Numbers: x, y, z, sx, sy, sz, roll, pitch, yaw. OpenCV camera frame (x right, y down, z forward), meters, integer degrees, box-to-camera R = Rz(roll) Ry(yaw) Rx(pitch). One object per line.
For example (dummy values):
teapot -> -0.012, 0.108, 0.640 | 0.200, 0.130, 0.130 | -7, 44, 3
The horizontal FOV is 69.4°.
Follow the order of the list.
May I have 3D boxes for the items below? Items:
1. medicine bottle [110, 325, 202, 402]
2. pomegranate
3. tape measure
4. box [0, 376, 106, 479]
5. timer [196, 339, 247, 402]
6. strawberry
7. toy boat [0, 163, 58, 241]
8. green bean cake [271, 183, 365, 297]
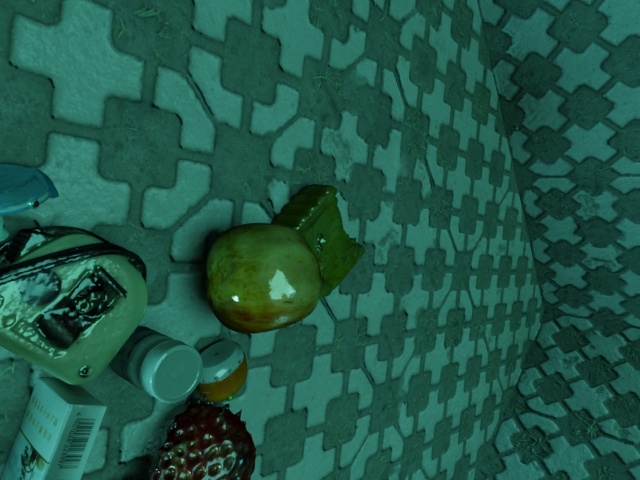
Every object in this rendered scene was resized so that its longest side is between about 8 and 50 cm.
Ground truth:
medicine bottle -> -0.305, 0.222, 0.846 | 0.105, 0.168, 0.104 | -8, 101, -48
pomegranate -> -0.108, 0.076, 0.976 | 0.271, 0.252, 0.228 | -3, 80, -27
tape measure -> -0.416, 0.077, 0.738 | 0.271, 0.133, 0.231 | 50, 60, -36
box -> -0.438, 0.354, 0.734 | 0.067, 0.150, 0.233 | 26, 76, -43
timer -> -0.215, 0.296, 1.009 | 0.136, 0.099, 0.136 | -24, 121, -48
strawberry -> -0.229, 0.464, 0.928 | 0.280, 0.150, 0.253 | -3, 92, -67
toy boat -> -0.499, -0.050, 0.678 | 0.215, 0.088, 0.102 | -25, 148, -43
green bean cake -> 0.000, 0.000, 1.179 | 0.233, 0.124, 0.236 | -51, 128, -30
